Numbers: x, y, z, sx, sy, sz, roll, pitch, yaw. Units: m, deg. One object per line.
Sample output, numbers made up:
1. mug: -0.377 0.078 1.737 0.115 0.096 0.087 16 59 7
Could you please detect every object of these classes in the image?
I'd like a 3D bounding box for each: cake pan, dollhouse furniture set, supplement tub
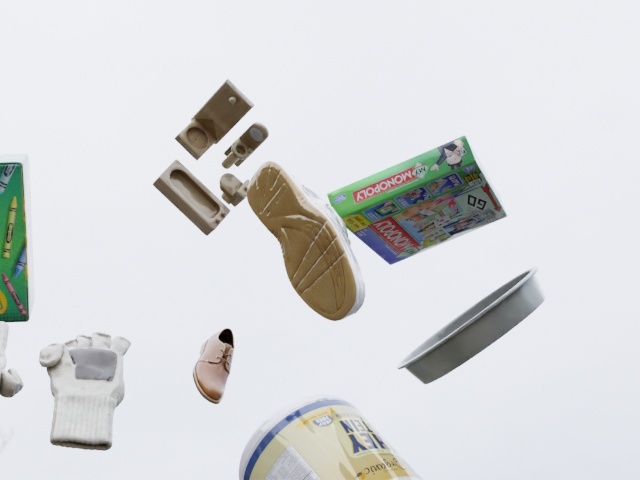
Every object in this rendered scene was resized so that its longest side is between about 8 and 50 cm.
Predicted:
1. cake pan: 0.259 0.149 1.890 0.293 0.054 0.293 -35 -4 -3
2. dollhouse furniture set: -0.154 -0.124 1.686 0.123 0.144 0.151 -38 11 49
3. supplement tub: 0.043 0.403 1.681 0.228 0.316 0.228 -20 -50 -26

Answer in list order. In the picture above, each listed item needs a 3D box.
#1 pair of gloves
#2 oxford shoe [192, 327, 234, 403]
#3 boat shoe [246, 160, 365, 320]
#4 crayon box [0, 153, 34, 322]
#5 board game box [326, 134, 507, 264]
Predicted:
1. pair of gloves: -0.359 0.163 1.377 0.240 0.204 0.042 12 -61 -7
2. oxford shoe: -0.218 0.257 2.364 0.076 0.212 0.076 32 -63 -21
3. boat shoe: 0.000 0.000 1.500 0.096 0.277 0.098 20 -59 -45
4. crayon box: -0.555 -0.008 1.988 0.081 0.278 0.165 -2 10 -11
5. board game box: 0.157 -0.053 1.704 0.214 0.046 0.317 -24 -19 12
